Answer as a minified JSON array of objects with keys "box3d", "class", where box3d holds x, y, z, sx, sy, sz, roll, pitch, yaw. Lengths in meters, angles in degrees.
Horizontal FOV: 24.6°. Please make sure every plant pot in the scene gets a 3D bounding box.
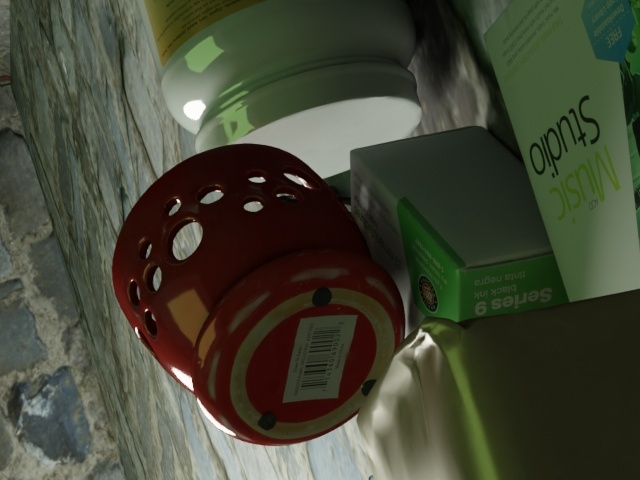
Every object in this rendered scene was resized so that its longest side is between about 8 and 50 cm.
[{"box3d":[-0.044,0.046,1.111,0.174,0.191,0.191,-128,31,-50],"class":"plant pot"}]

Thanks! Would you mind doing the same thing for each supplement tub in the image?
[{"box3d":[-0.048,-0.223,1.281,0.228,0.228,0.316,126,129,-67],"class":"supplement tub"}]

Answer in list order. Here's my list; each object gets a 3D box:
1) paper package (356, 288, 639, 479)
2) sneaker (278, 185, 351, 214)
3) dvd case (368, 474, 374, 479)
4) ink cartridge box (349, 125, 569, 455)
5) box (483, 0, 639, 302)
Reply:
[{"box3d":[0.211,0.170,0.619,0.168,0.309,0.325,123,133,-69],"class":"paper package"},{"box3d":[0.000,0.000,1.521,0.208,0.081,0.094,-153,51,-67],"class":"sneaker"},{"box3d":[0.085,0.332,1.472,0.253,0.022,0.180,161,119,-72],"class":"dvd case"},{"box3d":[0.115,0.087,1.157,0.211,0.121,0.289,-128,31,-55],"class":"ink cartridge box"},{"box3d":[0.207,-0.035,0.906,0.232,0.058,0.322,129,126,-68],"class":"box"}]
